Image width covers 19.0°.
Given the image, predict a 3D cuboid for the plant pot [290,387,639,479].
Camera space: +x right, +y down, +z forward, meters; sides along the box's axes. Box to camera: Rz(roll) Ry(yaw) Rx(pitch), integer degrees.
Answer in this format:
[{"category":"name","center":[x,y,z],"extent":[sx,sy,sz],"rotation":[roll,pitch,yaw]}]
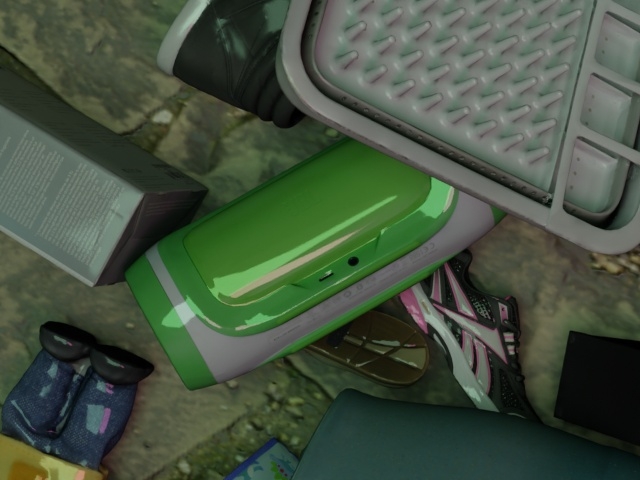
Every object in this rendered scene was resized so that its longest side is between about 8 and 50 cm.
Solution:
[{"category":"plant pot","center":[0.096,0.240,1.443],"extent":[0.255,0.271,0.271],"rotation":[24,96,9]}]

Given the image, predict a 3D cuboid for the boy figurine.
[{"category":"boy figurine","center":[-0.250,0.210,1.613],"extent":[0.177,0.092,0.285],"rotation":[26,93,7]}]

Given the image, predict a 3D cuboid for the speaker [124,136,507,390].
[{"category":"speaker","center":[0.000,0.000,1.510],"extent":[0.297,0.131,0.131],"rotation":[-29,85,-4]}]

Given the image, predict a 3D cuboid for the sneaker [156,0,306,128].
[{"category":"sneaker","center":[0.004,-0.221,1.549],"extent":[0.147,0.104,0.295],"rotation":[36,104,7]}]

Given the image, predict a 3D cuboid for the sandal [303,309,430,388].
[{"category":"sandal","center":[0.010,0.070,1.573],"extent":[0.180,0.049,0.072],"rotation":[30,72,18]}]

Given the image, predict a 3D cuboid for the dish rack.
[{"category":"dish rack","center":[0.123,-0.160,1.442],"extent":[0.333,0.072,0.285],"rotation":[25,68,-23]}]

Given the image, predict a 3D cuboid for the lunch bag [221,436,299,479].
[{"category":"lunch bag","center":[-0.048,0.254,1.570],"extent":[0.151,0.096,0.129],"rotation":[-42,82,-20]}]

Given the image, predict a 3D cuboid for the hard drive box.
[{"category":"hard drive box","center":[-0.230,-0.062,1.557],"extent":[0.232,0.181,0.089],"rotation":[32,98,10]}]

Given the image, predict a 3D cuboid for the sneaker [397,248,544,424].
[{"category":"sneaker","center":[0.134,0.081,1.540],"extent":[0.077,0.072,0.178],"rotation":[-36,87,5]}]

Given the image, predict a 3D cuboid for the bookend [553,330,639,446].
[{"category":"bookend","center":[0.295,0.126,1.495],"extent":[0.157,0.156,0.072],"rotation":[15,96,55]}]
